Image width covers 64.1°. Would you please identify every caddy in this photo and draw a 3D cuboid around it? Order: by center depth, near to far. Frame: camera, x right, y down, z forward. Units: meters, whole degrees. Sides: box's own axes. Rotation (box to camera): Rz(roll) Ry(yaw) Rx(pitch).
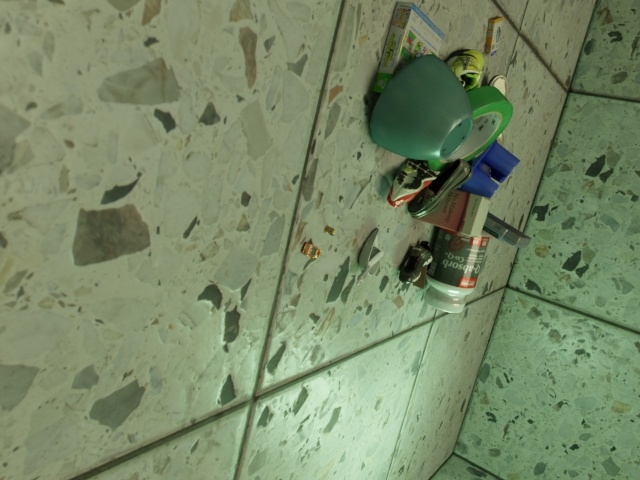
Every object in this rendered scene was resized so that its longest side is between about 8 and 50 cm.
[{"bbox_3d":[0.662,-0.278,2.079,0.241,0.179,0.341,-54,169,8],"label":"caddy"}]

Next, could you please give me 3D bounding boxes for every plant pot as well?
[{"bbox_3d":[0.309,-0.339,1.433,0.290,0.195,0.290,-34,152,-21],"label":"plant pot"}]

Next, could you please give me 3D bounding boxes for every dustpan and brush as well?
[{"bbox_3d":[0.156,0.073,1.649,0.211,0.060,0.147,-41,138,-38],"label":"dustpan and brush"}]

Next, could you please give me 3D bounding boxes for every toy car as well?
[{"bbox_3d":[0.000,0.000,1.390,0.122,0.040,0.060,-57,146,-19],"label":"toy car"}]

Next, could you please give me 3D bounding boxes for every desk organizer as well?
[{"bbox_3d":[0.416,0.130,2.088,0.047,0.050,0.130,-31,132,-45],"label":"desk organizer"}]

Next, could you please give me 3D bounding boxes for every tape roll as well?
[{"bbox_3d":[0.474,-0.362,1.687,0.321,0.077,0.321,-25,156,-12],"label":"tape roll"}]

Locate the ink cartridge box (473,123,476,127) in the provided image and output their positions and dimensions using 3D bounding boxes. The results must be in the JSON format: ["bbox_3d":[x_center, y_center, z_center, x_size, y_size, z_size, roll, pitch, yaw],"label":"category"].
[{"bbox_3d":[0.535,-0.397,1.917,0.180,0.104,0.060,32,80,-58],"label":"ink cartridge box"}]

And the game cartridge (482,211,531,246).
[{"bbox_3d":[0.659,-0.083,2.055,0.230,0.355,0.068,-3,126,-54],"label":"game cartridge"}]

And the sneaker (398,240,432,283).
[{"bbox_3d":[0.361,0.074,1.954,0.234,0.078,0.106,-40,135,-44],"label":"sneaker"}]

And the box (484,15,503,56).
[{"bbox_3d":[0.666,-0.785,1.971,0.081,0.028,0.136,-36,138,-42],"label":"box"}]

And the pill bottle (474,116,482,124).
[{"bbox_3d":[0.618,-0.443,2.017,0.108,0.107,0.180,-65,148,-8],"label":"pill bottle"}]

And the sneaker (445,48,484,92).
[{"bbox_3d":[0.474,-0.536,1.706,0.384,0.147,0.145,-42,137,-39],"label":"sneaker"}]

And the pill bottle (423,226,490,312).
[{"bbox_3d":[0.564,0.103,2.146,0.210,0.210,0.363,-7,113,-55],"label":"pill bottle"}]

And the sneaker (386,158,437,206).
[{"bbox_3d":[0.293,-0.188,1.699,0.279,0.107,0.118,-33,159,-51],"label":"sneaker"}]

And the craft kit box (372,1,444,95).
[{"bbox_3d":[0.260,-0.517,1.481,0.249,0.060,0.247,3,103,-57],"label":"craft kit box"}]

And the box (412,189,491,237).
[{"bbox_3d":[0.479,-0.115,1.871,0.126,0.232,0.149,4,104,-58],"label":"box"}]

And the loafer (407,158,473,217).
[{"bbox_3d":[0.402,-0.188,1.783,0.267,0.096,0.084,-41,140,17],"label":"loafer"}]

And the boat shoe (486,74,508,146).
[{"bbox_3d":[0.714,-0.535,2.146,0.112,0.095,0.335,-18,126,-8],"label":"boat shoe"}]
